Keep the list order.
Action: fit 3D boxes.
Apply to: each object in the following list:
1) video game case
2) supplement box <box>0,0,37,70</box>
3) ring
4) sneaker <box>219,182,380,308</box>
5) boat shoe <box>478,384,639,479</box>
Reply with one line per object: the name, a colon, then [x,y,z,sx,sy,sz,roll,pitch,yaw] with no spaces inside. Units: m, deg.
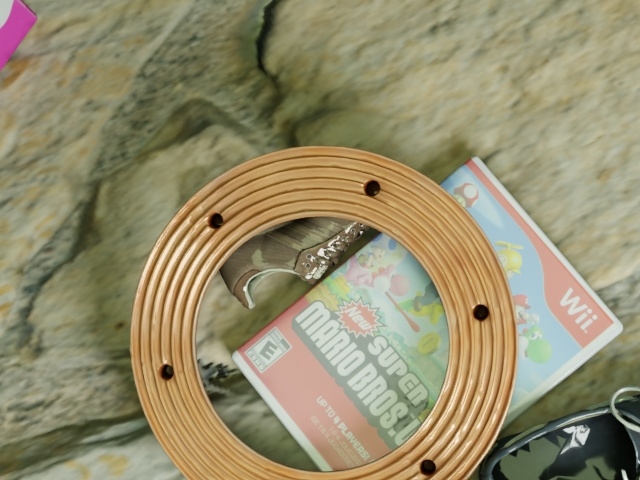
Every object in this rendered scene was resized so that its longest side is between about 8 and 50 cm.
video game case: [0.092,0.090,1.288,0.285,0.025,0.204,-39,79,-1]
supplement box: [-0.391,-0.235,1.354,0.220,0.111,0.114,32,86,11]
ring: [0.002,0.087,1.249,0.336,0.032,0.337,0,91,9]
sneaker: [0.000,0.000,1.296,0.188,0.066,0.071,-23,79,12]
boat shoe: [0.257,0.171,1.227,0.254,0.079,0.095,-10,79,5]
